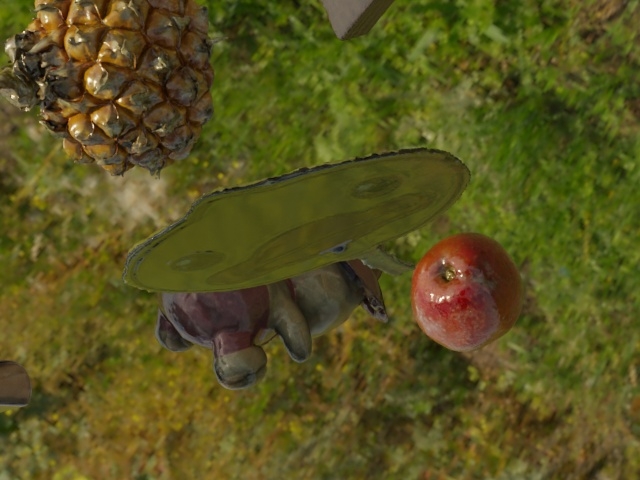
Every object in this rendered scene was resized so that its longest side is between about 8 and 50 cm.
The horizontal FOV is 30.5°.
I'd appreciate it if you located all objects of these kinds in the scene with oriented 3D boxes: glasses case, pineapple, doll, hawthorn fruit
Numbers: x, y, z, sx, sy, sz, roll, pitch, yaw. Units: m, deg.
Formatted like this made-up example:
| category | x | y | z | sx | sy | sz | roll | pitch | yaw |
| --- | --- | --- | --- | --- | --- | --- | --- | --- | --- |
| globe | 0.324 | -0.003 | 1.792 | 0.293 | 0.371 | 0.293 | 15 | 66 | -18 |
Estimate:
| category | x | y | z | sx | sy | sz | roll | pitch | yaw |
| --- | --- | --- | --- | --- | --- | --- | --- | --- | --- |
| glasses case | -0.397 | 0.150 | 1.246 | 0.102 | 0.070 | 0.193 | 9 | 162 | -39 |
| pineapple | -0.290 | -0.243 | 1.622 | 0.209 | 0.286 | 0.344 | -8 | 97 | 44 |
| doll | -0.039 | 0.045 | 1.212 | 0.196 | 0.256 | 0.152 | 48 | 145 | 22 |
| hawthorn fruit | 0.211 | 0.071 | 1.690 | 0.172 | 0.173 | 0.173 | 24 | 149 | 16 |

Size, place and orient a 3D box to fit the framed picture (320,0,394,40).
| category | x | y | z | sx | sy | sz | roll | pitch | yaw |
| --- | --- | --- | --- | --- | --- | --- | --- | --- | --- |
| framed picture | 0.008 | -0.223 | 0.704 | 0.169 | 0.023 | 0.128 | 66 | 154 | 9 |

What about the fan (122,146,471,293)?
| category | x | y | z | sx | sy | sz | roll | pitch | yaw |
| --- | --- | --- | --- | --- | --- | --- | --- | --- | --- |
| fan | 0.000 | -0.001 | 0.774 | 0.229 | 0.011 | 0.335 | -21 | 164 | 18 |
